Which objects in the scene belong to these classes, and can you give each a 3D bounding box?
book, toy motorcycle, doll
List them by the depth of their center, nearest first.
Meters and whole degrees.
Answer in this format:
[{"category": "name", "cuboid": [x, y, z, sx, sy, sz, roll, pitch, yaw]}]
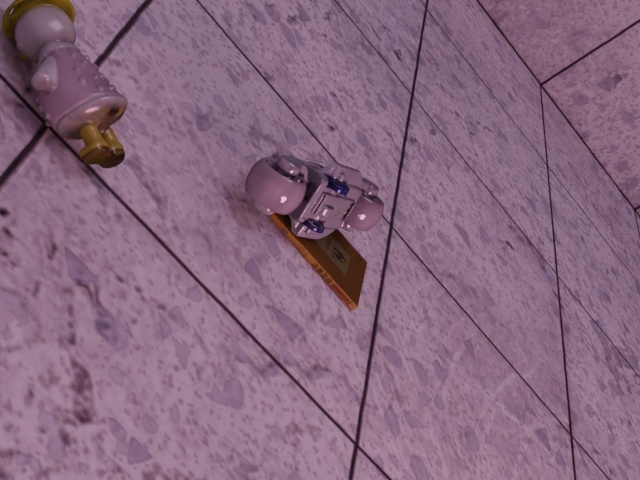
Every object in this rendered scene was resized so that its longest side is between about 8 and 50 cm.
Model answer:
[{"category": "doll", "cuboid": [-0.257, -0.169, 1.092, 0.207, 0.081, 0.129, 60, 17, 11]}, {"category": "toy motorcycle", "cuboid": [-0.011, -0.065, 1.387, 0.254, 0.112, 0.112, 10, 52, -56]}, {"category": "book", "cuboid": [0.000, 0.000, 1.441, 0.172, 0.012, 0.118, 49, 26, -17]}]
